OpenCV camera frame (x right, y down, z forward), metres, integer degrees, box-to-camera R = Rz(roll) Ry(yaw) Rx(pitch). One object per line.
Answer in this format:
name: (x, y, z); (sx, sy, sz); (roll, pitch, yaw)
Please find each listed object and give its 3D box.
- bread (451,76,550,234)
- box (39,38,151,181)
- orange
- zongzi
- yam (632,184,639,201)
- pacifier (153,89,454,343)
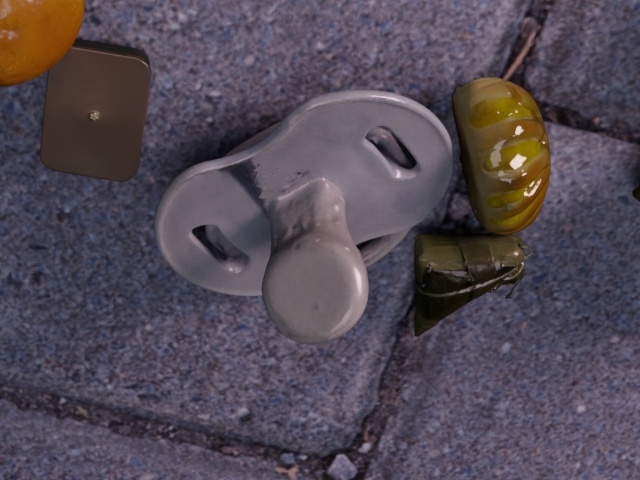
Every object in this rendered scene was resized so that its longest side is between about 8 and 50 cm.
bread: (0.162, -0.070, 1.410); (0.083, 0.094, 0.157); (-8, 112, 10)
box: (-0.199, -0.117, 1.414); (0.091, 0.031, 0.126); (8, 121, -5)
orange: (-0.272, -0.199, 1.305); (0.159, 0.136, 0.159); (1, 123, 1)
zongzi: (0.142, 0.044, 1.501); (0.109, 0.055, 0.119); (-3, 132, 0)
yam: (0.441, -0.053, 1.381); (0.304, 0.168, 0.168); (-31, 116, 15)
pacifier: (0.000, 0.000, 1.386); (0.279, 0.207, 0.227); (-29, 134, 16)
